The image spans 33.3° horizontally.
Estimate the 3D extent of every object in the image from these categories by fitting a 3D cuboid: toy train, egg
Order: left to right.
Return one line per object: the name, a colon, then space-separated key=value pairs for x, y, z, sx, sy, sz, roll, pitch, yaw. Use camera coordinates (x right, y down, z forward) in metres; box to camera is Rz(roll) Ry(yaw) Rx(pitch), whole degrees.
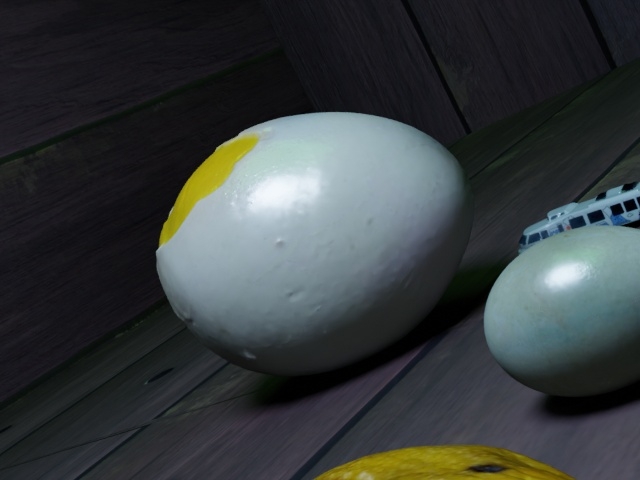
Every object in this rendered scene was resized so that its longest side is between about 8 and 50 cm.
egg: x=0.000 y=0.000 z=1.171 sx=0.345 sy=0.283 sz=0.283 roll=-21 pitch=8 yaw=19
egg: x=0.185 y=0.047 z=0.733 sx=0.152 sy=0.114 sz=0.114 roll=-22 pitch=8 yaw=31
toy train: x=0.304 y=-0.027 z=1.171 sx=0.207 sy=0.047 sz=0.043 roll=-21 pitch=7 yaw=37

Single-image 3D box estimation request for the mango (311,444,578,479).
mango: x=0.018 y=0.161 z=0.474 sx=0.177 sy=0.120 sz=0.295 roll=-29 pitch=6 yaw=-33
